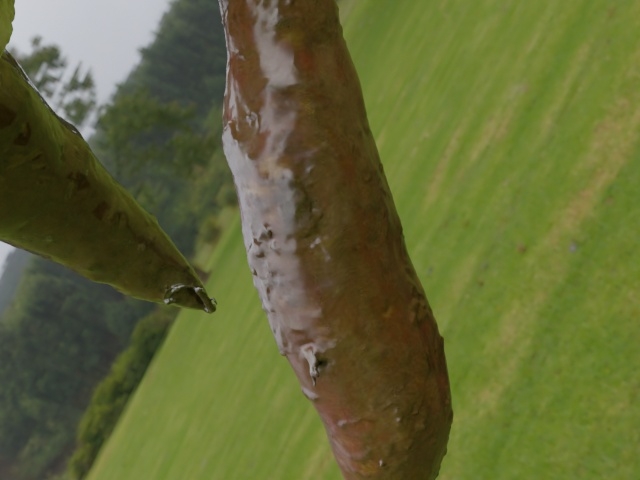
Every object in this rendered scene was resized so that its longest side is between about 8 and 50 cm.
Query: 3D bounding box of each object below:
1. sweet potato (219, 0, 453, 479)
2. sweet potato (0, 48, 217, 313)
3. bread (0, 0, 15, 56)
[{"bbox_3d":[0.000,0.000,0.460,0.066,0.314,0.072,-11,19,22],"label":"sweet potato"},{"bbox_3d":[-0.218,-0.059,0.761,0.130,0.422,0.131,-16,55,25],"label":"sweet potato"},{"bbox_3d":[-0.219,-0.134,0.387,0.236,0.198,0.263,-69,-17,-45],"label":"bread"}]
